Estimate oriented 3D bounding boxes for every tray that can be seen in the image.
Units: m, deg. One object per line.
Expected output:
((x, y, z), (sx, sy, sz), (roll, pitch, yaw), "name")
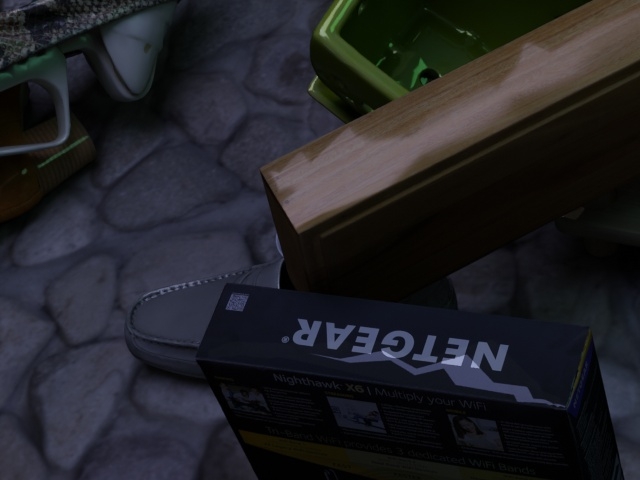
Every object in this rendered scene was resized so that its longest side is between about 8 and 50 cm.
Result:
((0.160, -0.076, 1.464), (0.411, 0.203, 0.076), (-26, 63, -7), "tray")

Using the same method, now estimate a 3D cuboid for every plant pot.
((0.126, -0.175, 1.701), (0.228, 0.207, 0.227), (37, 74, 1), "plant pot")

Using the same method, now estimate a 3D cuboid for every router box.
((0.079, 0.151, 1.464), (0.308, 0.243, 0.081), (7, 55, 22), "router box")

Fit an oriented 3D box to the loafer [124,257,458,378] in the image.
((-0.034, 0.057, 1.663), (0.319, 0.111, 0.112), (-7, 50, 12), "loafer")

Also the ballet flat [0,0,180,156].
((-0.289, -0.188, 1.850), (0.482, 0.164, 0.182), (-29, 91, -24), "ballet flat")

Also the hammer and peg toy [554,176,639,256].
((0.417, -0.084, 1.627), (0.361, 0.127, 0.266), (10, 55, 20), "hammer and peg toy")

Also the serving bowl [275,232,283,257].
((0.000, 0.000, 1.755), (0.083, 0.027, 0.083), (-9, 50, 11), "serving bowl")

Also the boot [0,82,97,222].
((-0.398, -0.128, 1.925), (0.211, 0.104, 0.295), (-30, 57, -21), "boot")
